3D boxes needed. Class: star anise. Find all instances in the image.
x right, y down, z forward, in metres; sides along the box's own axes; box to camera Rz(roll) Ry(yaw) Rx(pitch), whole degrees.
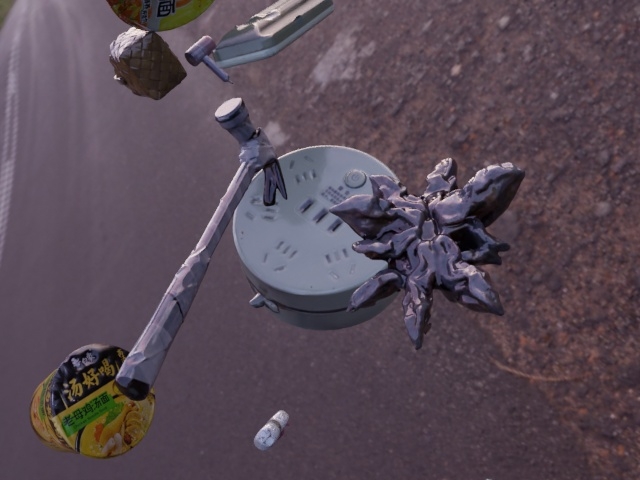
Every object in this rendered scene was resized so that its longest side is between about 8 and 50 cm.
[{"bbox_3d":[0.125,-0.002,0.950,0.212,0.129,0.283,6,60,21],"label":"star anise"}]

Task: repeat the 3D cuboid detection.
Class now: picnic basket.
[{"bbox_3d":[-0.368,-0.369,1.659,0.128,0.138,0.178,-41,31,-8],"label":"picnic basket"}]

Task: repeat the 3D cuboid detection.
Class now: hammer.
[{"bbox_3d":[-0.146,0.005,0.972,0.044,0.152,0.427,-9,39,32],"label":"hammer"}]

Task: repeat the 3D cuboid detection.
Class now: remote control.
[{"bbox_3d":[-0.082,-0.401,1.494,0.127,0.066,0.335,-5,26,25],"label":"remote control"}]

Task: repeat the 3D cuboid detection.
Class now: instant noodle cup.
[{"bbox_3d":[-0.318,0.224,1.097,0.122,0.151,0.152,-22,44,48],"label":"instant noodle cup"},{"bbox_3d":[-0.328,-0.568,1.550,0.264,0.264,0.200,-44,64,21],"label":"instant noodle cup"}]

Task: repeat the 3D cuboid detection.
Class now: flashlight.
[{"bbox_3d":[-0.108,0.424,1.769,0.093,0.047,0.200,-49,-5,-4],"label":"flashlight"}]

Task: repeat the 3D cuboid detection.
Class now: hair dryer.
[{"bbox_3d":[-0.221,-0.368,1.671,0.063,0.114,0.037,-47,1,-24],"label":"hair dryer"}]

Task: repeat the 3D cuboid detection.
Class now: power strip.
[{"bbox_3d":[0.000,0.000,1.528,0.357,0.161,0.358,-3,58,5],"label":"power strip"}]

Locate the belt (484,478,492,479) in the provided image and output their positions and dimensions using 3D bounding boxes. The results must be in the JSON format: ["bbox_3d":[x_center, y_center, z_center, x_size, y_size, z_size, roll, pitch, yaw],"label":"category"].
[{"bbox_3d":[0.236,0.396,1.058,0.078,0.198,0.151,-5,63,42],"label":"belt"}]
